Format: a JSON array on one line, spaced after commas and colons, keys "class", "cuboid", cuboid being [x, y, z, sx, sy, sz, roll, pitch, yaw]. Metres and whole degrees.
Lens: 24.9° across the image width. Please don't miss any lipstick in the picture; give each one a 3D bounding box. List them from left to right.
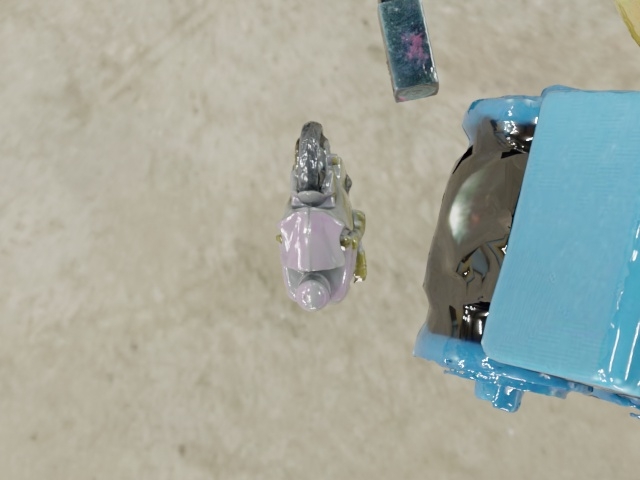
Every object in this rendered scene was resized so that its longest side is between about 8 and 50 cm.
[{"class": "lipstick", "cuboid": [0.075, -0.308, 1.589, 0.051, 0.051, 0.312, -11, 78, 3]}]

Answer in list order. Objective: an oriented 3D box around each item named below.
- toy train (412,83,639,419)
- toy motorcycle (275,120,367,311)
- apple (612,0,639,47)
[{"class": "toy train", "cuboid": [0.220, 0.026, 0.791, 0.300, 0.265, 0.188, 16, 85, -33]}, {"class": "toy motorcycle", "cuboid": [0.000, 0.000, 1.297, 0.073, 0.225, 0.152, 1, 67, 7]}, {"class": "apple", "cuboid": [0.199, -0.118, 0.485, 0.188, 0.207, 0.174, -60, 141, -10]}]
